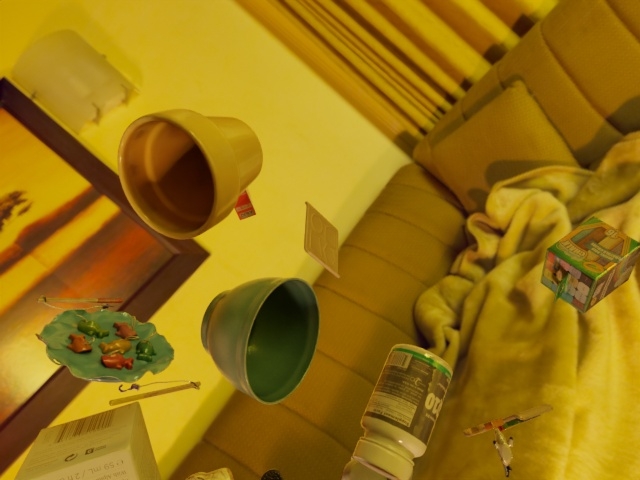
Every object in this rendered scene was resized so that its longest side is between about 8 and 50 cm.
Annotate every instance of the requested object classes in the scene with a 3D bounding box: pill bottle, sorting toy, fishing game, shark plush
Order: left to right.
[{"bbox_3d":[-0.302,0.140,0.731,0.189,0.264,0.041,7,-70,-47],"label":"fishing game"},{"bbox_3d":[0.000,0.000,1.651,0.038,0.193,0.208,-21,51,25],"label":"sorting toy"},{"bbox_3d":[0.245,0.515,1.527,0.361,0.204,0.204,-62,8,-24],"label":"pill bottle"},{"bbox_3d":[0.570,0.584,1.602,0.307,0.041,0.229,4,-31,-41],"label":"sorting toy"},{"bbox_3d":[0.660,0.757,1.809,0.073,0.161,0.067,-22,-3,-6],"label":"shark plush"}]

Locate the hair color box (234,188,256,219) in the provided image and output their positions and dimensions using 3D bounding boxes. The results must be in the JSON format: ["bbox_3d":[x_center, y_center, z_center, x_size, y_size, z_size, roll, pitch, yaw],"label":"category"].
[{"bbox_3d":[-0.227,-0.145,1.365,0.053,0.093,0.167,-20,-39,-2],"label":"hair color box"}]

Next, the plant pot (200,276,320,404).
[{"bbox_3d":[-0.159,0.219,1.217,0.196,0.293,0.293,8,44,32],"label":"plant pot"}]

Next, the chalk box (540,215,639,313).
[{"bbox_3d":[0.615,0.068,1.193,0.213,0.132,0.132,-29,-43,-17],"label":"chalk box"}]

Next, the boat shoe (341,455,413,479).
[{"bbox_3d":[0.161,0.794,1.752,0.156,0.367,0.136,-11,72,40],"label":"boat shoe"}]

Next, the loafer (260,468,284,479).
[{"bbox_3d":[-0.125,0.745,1.386,0.078,0.080,0.220,77,-175,-64],"label":"loafer"}]

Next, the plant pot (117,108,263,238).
[{"bbox_3d":[-0.250,-0.160,1.080,0.254,0.254,0.239,-48,-5,35],"label":"plant pot"}]

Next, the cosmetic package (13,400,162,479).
[{"bbox_3d":[-0.322,0.367,0.737,0.151,0.184,0.151,-15,11,-13],"label":"cosmetic package"}]

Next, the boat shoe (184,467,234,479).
[{"bbox_3d":[-0.345,0.683,1.371,0.096,0.098,0.277,4,-35,-46],"label":"boat shoe"}]
